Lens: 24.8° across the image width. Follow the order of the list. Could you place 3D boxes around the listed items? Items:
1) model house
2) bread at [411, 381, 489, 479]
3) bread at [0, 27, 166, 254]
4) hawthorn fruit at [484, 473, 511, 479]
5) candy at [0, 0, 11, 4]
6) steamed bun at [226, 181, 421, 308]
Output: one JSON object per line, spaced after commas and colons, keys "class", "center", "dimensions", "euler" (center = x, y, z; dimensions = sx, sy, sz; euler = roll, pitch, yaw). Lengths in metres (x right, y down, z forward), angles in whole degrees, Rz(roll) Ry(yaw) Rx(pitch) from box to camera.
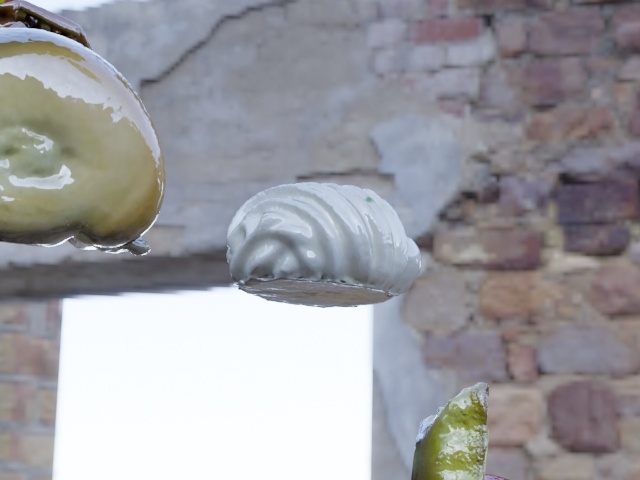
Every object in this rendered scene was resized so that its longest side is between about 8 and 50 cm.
{"class": "model house", "center": [-0.515, -0.296, 2.569], "dimensions": [0.220, 0.229, 0.199], "euler": [-14, -50, 6]}
{"class": "bread", "center": [0.148, 0.267, 1.678], "dimensions": [0.088, 0.160, 0.233], "euler": [12, -25, 7]}
{"class": "bread", "center": [-0.369, -0.122, 1.736], "dimensions": [0.348, 0.253, 0.376], "euler": [8, -2, -15]}
{"class": "hawthorn fruit", "center": [0.266, 0.418, 2.068], "dimensions": [0.194, 0.157, 0.157], "euler": [12, -7, 24]}
{"class": "candy", "center": [-0.315, -0.342, 1.600], "dimensions": [0.146, 0.088, 0.276], "euler": [34, 41, 29]}
{"class": "steamed bun", "center": [0.000, 0.000, 1.340], "dimensions": [0.183, 0.106, 0.183], "euler": [4, -14, 1]}
